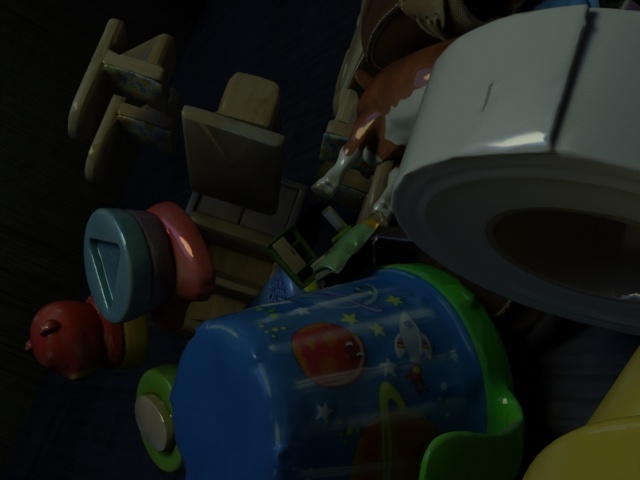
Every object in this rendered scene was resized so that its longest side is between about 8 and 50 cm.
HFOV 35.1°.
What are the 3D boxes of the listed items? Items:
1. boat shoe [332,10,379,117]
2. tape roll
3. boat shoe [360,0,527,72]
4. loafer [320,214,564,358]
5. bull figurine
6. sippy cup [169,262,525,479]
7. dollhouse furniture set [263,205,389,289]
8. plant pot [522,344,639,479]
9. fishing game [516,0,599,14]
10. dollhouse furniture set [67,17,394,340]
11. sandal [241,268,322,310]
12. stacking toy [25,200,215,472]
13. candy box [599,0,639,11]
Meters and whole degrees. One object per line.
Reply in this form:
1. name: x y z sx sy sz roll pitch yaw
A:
1. boat shoe: 0.107 -0.307 1.370 0.341 0.121 0.110 -61 23 8
2. tape roll: 0.193 -0.031 0.666 0.286 0.286 0.100 -14 52 61
3. boat shoe: 0.133 -0.245 0.981 0.324 0.123 0.117 136 143 -55
4. loafer: 0.106 0.039 0.977 0.366 0.130 0.134 -22 46 58
5. bull figurine: 0.096 -0.114 0.957 0.310 0.101 0.188 -20 40 61
6. sippy cup: 0.005 0.140 0.857 0.305 0.224 0.240 -40 61 46
7. dollhouse furniture set: 0.000 0.000 0.961 0.076 0.059 0.151 -41 3 -22
8. plant pot: 0.231 0.130 0.492 0.254 0.254 0.239 -31 22 52
9. fishing game: 0.221 -0.231 0.963 0.189 0.041 0.264 -19 56 62
10. dollhouse furniture set: -0.120 -0.031 1.284 0.394 0.362 0.257 103 -175 -71
11. sandal: -0.083 0.138 1.191 0.317 0.138 0.126 119 153 -43
12. stacking toy: -0.227 0.125 1.170 0.280 0.130 0.309 63 141 24
13. candy box: 0.231 -0.149 0.993 0.165 0.070 0.196 -61 22 1
